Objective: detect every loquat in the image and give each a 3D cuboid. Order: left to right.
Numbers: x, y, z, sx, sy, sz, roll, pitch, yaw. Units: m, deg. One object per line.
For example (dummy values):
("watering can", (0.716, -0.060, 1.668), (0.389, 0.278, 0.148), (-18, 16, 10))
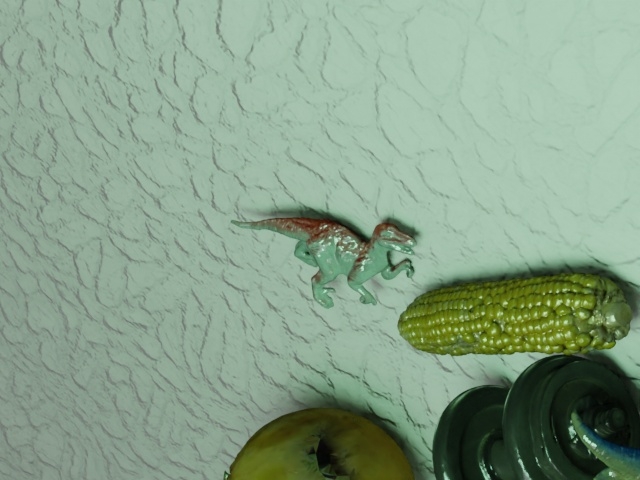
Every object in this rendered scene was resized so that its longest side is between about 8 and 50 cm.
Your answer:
("loquat", (-0.005, 0.344, 2.291), (0.263, 0.263, 0.263), (26, 141, 23))

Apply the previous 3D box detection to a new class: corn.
("corn", (0.210, 0.085, 1.970), (0.320, 0.097, 0.097), (-7, 121, 50))

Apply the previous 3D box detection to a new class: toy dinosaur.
("toy dinosaur", (0.000, 0.000, 2.119), (0.242, 0.053, 0.167), (31, 141, 18))
("toy dinosaur", (0.390, 0.236, 1.880), (0.248, 0.188, 0.075), (50, 176, -9))

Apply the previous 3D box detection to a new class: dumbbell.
("dumbbell", (0.245, 0.239, 2.008), (0.192, 0.192, 0.290), (49, 144, -7))
